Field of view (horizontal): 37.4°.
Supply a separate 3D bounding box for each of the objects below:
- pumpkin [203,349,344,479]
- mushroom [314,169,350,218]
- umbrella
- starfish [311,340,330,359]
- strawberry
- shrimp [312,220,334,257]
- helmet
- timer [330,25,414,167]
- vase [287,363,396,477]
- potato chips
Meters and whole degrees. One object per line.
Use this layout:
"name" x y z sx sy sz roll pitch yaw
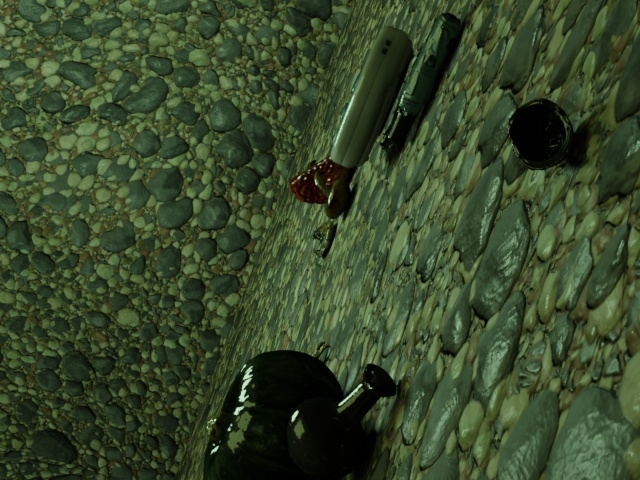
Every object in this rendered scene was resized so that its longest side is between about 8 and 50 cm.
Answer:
"pumpkin" -0.085 0.323 1.538 0.300 0.207 0.300 -162 90 -81
"mushroom" 0.031 -0.116 2.170 0.088 0.072 0.130 77 173 -65
"umbrella" 0.183 -0.283 1.679 0.053 0.052 0.250 47 123 42
"starfish" -0.006 0.232 1.842 0.078 0.028 0.091 -78 15 -50
"strawberry" 0.016 -0.149 2.319 0.175 0.107 0.236 -35 7 -6
"shrimp" 0.000 0.000 2.279 0.161 0.034 0.091 155 133 -77
"helmet" 0.233 -0.101 0.970 0.065 0.049 0.084 -33 56 23
"timer" 0.104 -0.280 1.866 0.237 0.087 0.262 -64 -2 -46
"vase" 0.033 0.247 1.316 0.183 0.120 0.120 -51 17 25
"potato chips" 0.166 -0.278 1.811 0.202 0.029 0.220 -76 7 -72
